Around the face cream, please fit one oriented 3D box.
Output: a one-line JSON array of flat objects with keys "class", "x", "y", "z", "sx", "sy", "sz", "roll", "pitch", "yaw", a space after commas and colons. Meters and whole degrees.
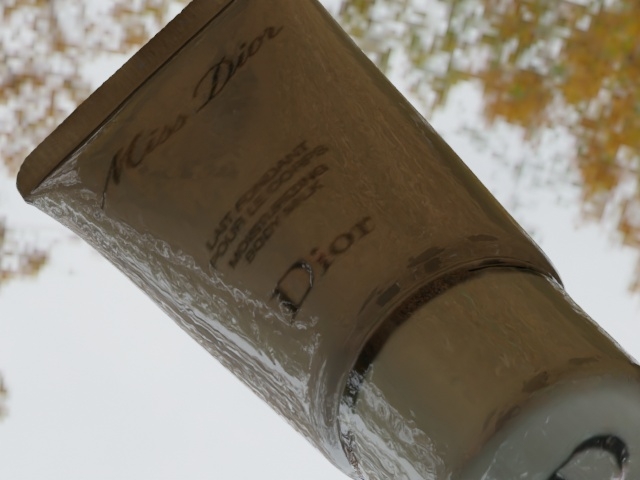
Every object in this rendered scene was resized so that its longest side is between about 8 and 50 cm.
[{"class": "face cream", "x": 0.000, "y": 0.000, "z": 0.653, "sx": 0.143, "sy": 0.089, "sz": 0.314, "roll": -45, "pitch": -141, "yaw": 0}]
